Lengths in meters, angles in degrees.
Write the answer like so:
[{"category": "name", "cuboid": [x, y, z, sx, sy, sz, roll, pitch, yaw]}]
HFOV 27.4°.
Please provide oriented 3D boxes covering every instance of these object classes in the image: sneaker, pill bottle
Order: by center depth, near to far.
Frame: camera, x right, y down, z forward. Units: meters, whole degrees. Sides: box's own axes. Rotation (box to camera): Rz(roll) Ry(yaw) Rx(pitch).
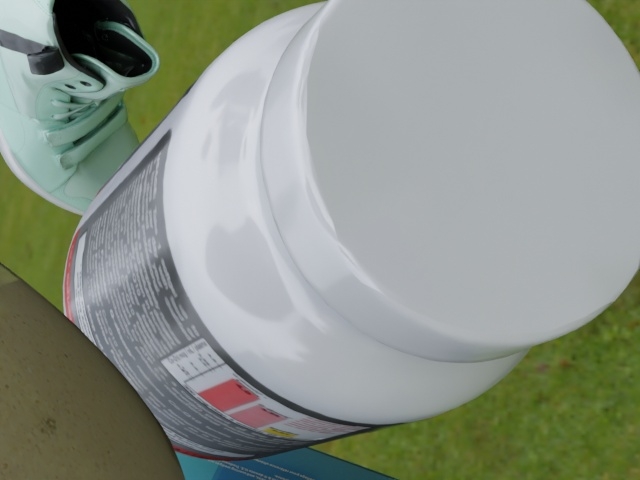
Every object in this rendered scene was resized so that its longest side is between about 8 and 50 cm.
[{"category": "pill bottle", "cuboid": [0.000, 0.000, 0.691, 0.363, 0.210, 0.210, 150, 127, -64]}, {"category": "sneaker", "cuboid": [-0.163, -0.092, 0.924, 0.151, 0.256, 0.094, 17, 60, 38]}]

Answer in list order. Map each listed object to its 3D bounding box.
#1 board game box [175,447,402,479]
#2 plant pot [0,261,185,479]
[{"category": "board game box", "cuboid": [-0.050, 0.246, 0.748, 0.336, 0.254, 0.079, -62, -11, -59]}, {"category": "plant pot", "cuboid": [-0.203, 0.073, 0.370, 0.284, 0.284, 0.191, -106, -7, -52]}]
